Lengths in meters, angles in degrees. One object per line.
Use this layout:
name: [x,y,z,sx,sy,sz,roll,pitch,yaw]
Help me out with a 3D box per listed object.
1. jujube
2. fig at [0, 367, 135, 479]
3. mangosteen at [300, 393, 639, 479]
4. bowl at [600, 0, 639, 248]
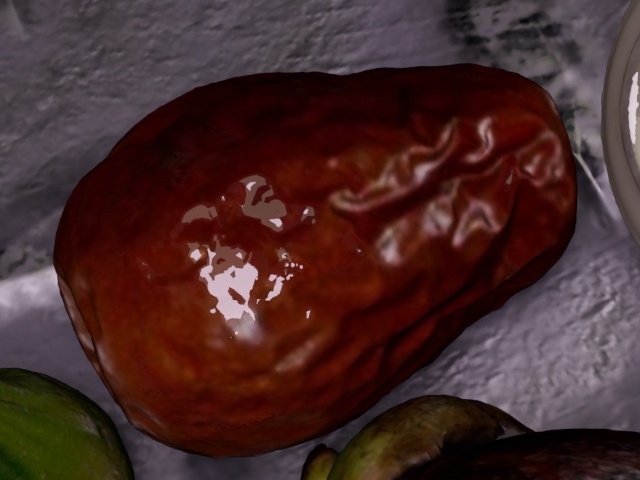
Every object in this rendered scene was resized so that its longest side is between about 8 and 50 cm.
jujube: [0.000,0.000,0.747,0.255,0.190,0.190,-16,71,-12]
fig: [-0.156,0.119,0.747,0.123,0.156,0.123,-3,68,8]
mangosteen: [0.089,0.207,0.619,0.311,0.311,0.311,-3,73,9]
bowl: [0.222,-0.058,0.685,0.237,0.126,0.238,1,92,44]
